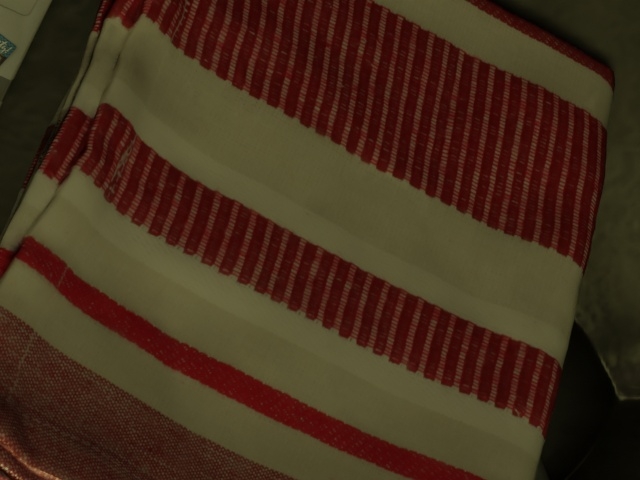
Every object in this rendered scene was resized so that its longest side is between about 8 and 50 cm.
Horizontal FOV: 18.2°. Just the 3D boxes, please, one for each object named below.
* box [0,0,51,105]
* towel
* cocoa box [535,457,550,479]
[{"bbox_3d":[-0.184,-0.136,0.878,0.145,0.038,0.186,24,116,-12],"label":"box"},{"bbox_3d":[0.000,0.000,0.799,0.237,0.329,0.037,28,143,-14],"label":"towel"},{"bbox_3d":[-0.019,0.283,0.990,0.347,0.228,0.231,-18,116,10],"label":"cocoa box"}]
